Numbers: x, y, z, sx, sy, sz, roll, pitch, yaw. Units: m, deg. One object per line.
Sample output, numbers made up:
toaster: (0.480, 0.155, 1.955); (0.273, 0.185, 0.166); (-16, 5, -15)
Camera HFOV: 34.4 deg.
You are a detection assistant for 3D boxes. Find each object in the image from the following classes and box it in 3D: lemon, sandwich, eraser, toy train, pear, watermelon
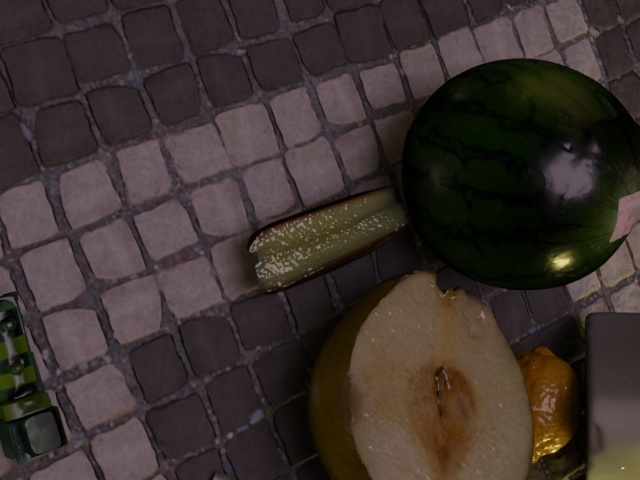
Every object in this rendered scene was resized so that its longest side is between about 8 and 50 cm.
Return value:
lemon: (0.329, 0.255, 1.585); (0.142, 0.142, 0.187); (22, 76, -26)
sandwich: (0.000, 0.000, 1.458); (0.258, 0.096, 0.094); (-21, 88, -28)
eraser: (0.486, 0.250, 1.620); (0.331, 0.149, 0.332); (2, 90, -74)
toy train: (-0.362, 0.155, 1.213); (0.083, 0.132, 0.200); (-20, 96, -30)
pear: (0.118, 0.252, 1.432); (0.340, 0.191, 0.387); (22, 61, -30)
watermelon: (0.283, -0.094, 1.481); (0.363, 0.363, 0.364); (4, 83, -29)

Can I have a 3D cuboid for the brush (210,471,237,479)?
brush: (-0.074, 0.364, 1.412); (0.178, 0.030, 0.033); (30, 81, -24)
